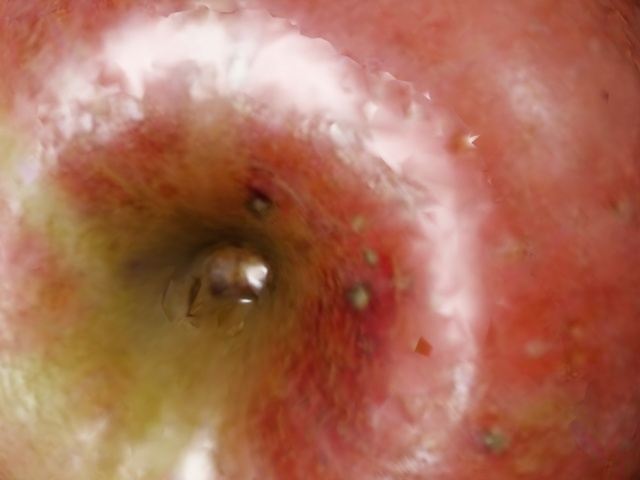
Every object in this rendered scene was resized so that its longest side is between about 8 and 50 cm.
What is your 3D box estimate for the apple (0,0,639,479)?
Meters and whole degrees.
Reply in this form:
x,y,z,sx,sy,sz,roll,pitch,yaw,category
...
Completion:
x,y,z,sx,sy,sz,roll,pitch,yaw,category
0.000,0.000,0.636,0.364,0.364,0.364,-7,75,26,apple
